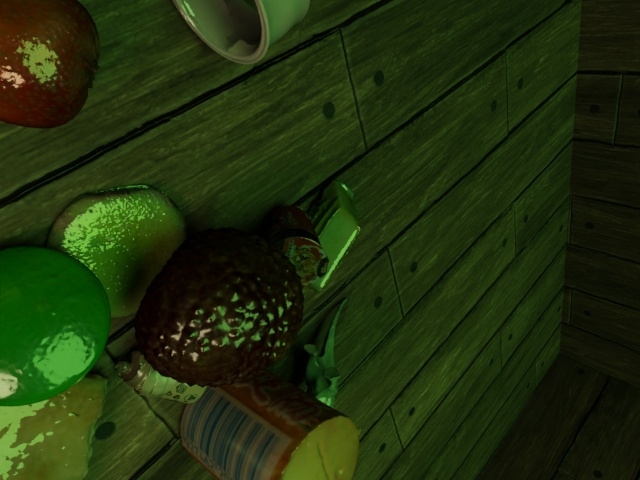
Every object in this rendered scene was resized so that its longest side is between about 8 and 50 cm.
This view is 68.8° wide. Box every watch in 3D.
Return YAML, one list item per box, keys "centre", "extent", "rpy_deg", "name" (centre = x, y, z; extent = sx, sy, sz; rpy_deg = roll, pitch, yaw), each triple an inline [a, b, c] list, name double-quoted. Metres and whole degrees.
- centre: [-0.127, -0.354, 0.620]
  extent: [0.196, 0.244, 0.231]
  rpy_deg: [-48, 127, -21]
  name: "watch"

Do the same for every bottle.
- centre: [-0.277, 0.230, 0.822]
  extent: [0.152, 0.099, 0.098]
  rpy_deg: [35, 81, -43]
  name: "bottle"

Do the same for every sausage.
- centre: [-0.104, 0.391, 0.919]
  extent: [0.233, 0.287, 0.232]
  rpy_deg: [-16, 112, -44]
  name: "sausage"

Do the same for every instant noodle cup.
- centre: [-0.055, 0.004, 0.901]
  extent: [0.127, 0.135, 0.127]
  rpy_deg: [-4, 128, -5]
  name: "instant noodle cup"

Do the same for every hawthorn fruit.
- centre: [-0.386, -0.233, 0.492]
  extent: [0.286, 0.165, 0.165]
  rpy_deg: [22, 90, -38]
  name: "hawthorn fruit"

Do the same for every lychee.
- centre: [-0.157, 0.111, 0.746]
  extent: [0.261, 0.261, 0.260]
  rpy_deg: [-20, 119, -39]
  name: "lychee"

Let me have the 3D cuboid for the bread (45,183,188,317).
- centre: [-0.311, 0.020, 0.743]
  extent: [0.229, 0.034, 0.228]
  rpy_deg: [-19, 119, -38]
  name: "bread"

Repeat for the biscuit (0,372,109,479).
- centre: [-0.517, 0.363, 0.624]
  extent: [0.446, 0.104, 0.429]
  rpy_deg: [33, 82, -47]
  name: "biscuit"

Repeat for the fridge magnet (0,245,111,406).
- centre: [-0.390, 0.110, 0.617]
  extent: [0.208, 0.088, 0.207]
  rpy_deg: [5, 76, -22]
  name: "fridge magnet"

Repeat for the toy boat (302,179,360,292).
- centre: [0.005, 0.001, 1.017]
  extent: [0.111, 0.084, 0.276]
  rpy_deg: [40, 78, -44]
  name: "toy boat"

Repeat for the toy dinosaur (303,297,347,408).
- centre: [0.008, 0.297, 1.081]
  extent: [0.205, 0.092, 0.392]
  rpy_deg: [84, 9, -49]
  name: "toy dinosaur"
